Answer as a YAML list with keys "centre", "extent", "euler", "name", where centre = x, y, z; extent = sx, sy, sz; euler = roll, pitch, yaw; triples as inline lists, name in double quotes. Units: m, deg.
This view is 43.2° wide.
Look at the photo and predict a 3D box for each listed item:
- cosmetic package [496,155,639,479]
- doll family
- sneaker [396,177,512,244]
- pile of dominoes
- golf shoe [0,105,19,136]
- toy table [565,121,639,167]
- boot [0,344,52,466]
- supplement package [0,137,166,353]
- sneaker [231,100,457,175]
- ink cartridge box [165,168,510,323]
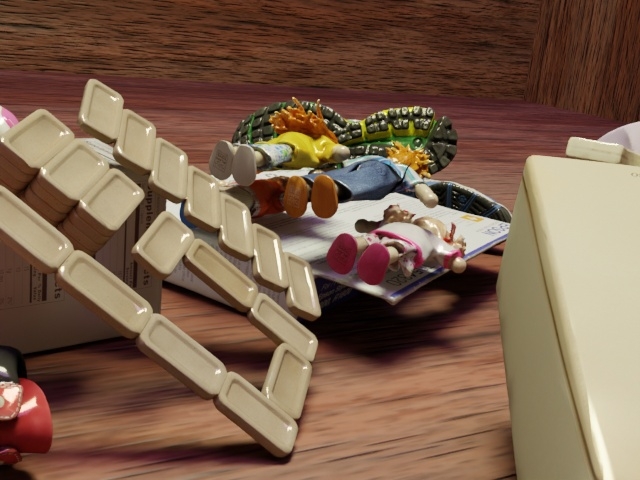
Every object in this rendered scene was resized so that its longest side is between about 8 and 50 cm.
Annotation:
- centre: [0.181, 0.081, 0.394]
  extent: [0.160, 0.113, 0.309]
  euler: [7, 32, 3]
  name: "cosmetic package"
- centre: [0.014, -0.056, 0.708]
  extent: [0.262, 0.119, 0.163]
  euler: [18, 20, 30]
  name: "doll family"
- centre: [0.156, -0.047, 1.036]
  extent: [0.211, 0.080, 0.081]
  euler: [20, 24, 35]
  name: "sneaker"
- centre: [-0.106, 0.013, 0.545]
  extent: [0.251, 0.040, 0.196]
  euler: [42, 28, -13]
  name: "pile of dominoes"
- centre: [-0.525, -0.119, 0.999]
  extent: [0.306, 0.115, 0.140]
  euler: [3, 26, 9]
  name: "golf shoe"
- centre: [0.470, -0.088, 1.060]
  extent: [0.274, 0.252, 0.160]
  euler: [2, -5, 29]
  name: "toy table"
- centre: [-0.225, 0.099, 0.370]
  extent: [0.176, 0.089, 0.244]
  euler: [7, 12, -5]
  name: "boot"
- centre: [-0.253, 0.003, 0.597]
  extent: [0.244, 0.134, 0.139]
  euler: [-6, 21, -38]
  name: "supplement package"
- centre: [0.031, -0.128, 1.247]
  extent: [0.343, 0.134, 0.146]
  euler: [4, -9, 3]
  name: "sneaker"
- centre: [0.000, 0.000, 0.835]
  extent: [0.330, 0.072, 0.324]
  euler: [19, 21, 29]
  name: "ink cartridge box"
